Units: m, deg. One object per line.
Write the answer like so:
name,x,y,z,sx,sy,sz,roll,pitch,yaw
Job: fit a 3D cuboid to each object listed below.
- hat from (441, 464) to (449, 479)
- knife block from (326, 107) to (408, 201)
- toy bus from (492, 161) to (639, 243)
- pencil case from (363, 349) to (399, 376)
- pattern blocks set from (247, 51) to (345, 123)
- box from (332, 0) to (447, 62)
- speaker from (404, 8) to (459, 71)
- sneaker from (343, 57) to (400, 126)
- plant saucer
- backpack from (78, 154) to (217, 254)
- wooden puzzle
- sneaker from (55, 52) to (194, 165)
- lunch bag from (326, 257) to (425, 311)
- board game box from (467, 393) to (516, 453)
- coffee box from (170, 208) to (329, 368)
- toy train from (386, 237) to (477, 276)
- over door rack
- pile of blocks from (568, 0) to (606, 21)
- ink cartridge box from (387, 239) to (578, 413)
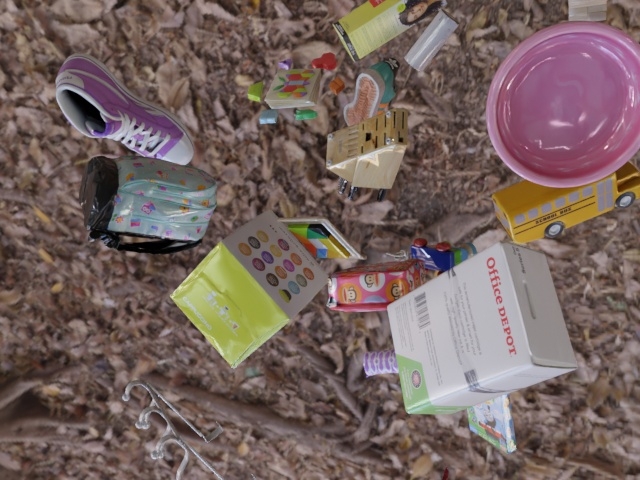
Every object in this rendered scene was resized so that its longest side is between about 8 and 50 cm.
hat,0.162,0.496,1.122,0.208,0.173,0.183,19,178,-21
knife block,0.139,-0.175,1.445,0.275,0.088,0.242,-15,154,40
toy bus,0.593,-0.109,1.532,0.332,0.108,0.130,-23,129,5
pencil case,0.246,0.412,2.148,0.206,0.086,0.088,-6,110,23
pattern blocks set,-0.073,-0.449,1.864,0.285,0.325,0.026,-9,135,4
box,0.147,-0.479,1.347,0.232,0.058,0.087,-31,147,9
speaker,0.252,-0.453,1.454,0.055,0.055,0.136,36,119,-7
sneaker,0.155,-0.404,1.820,0.108,0.121,0.302,48,160,7
plant saucer,0.506,-0.278,1.311,0.331,0.084,0.332,3,112,7
backpack,-0.239,-0.056,0.909,0.181,0.152,0.115,9,120,-29
wooden puzzle,0.000,0.000,2.008,0.220,0.044,0.238,0,147,50
sneaker,-0.347,-0.196,1.137,0.282,0.161,0.102,34,113,-31
lunch bag,0.138,0.118,1.713,0.258,0.293,0.120,-5,92,23
board game box,0.471,0.467,1.791,0.160,0.039,0.212,20,124,61
coffee box,-0.237,0.162,2.197,0.338,0.334,0.338,48,122,1
toy train,0.334,0.034,1.916,0.248,0.143,0.105,12,112,50
over door rack,-0.318,0.484,1.509,0.324,0.108,0.239,46,174,-40
pile of blocks,0.606,-0.598,1.409,0.112,0.362,0.149,0,86,21
ink cartridge box,0.248,0.150,1.033,0.114,0.199,0.273,12,147,-33
